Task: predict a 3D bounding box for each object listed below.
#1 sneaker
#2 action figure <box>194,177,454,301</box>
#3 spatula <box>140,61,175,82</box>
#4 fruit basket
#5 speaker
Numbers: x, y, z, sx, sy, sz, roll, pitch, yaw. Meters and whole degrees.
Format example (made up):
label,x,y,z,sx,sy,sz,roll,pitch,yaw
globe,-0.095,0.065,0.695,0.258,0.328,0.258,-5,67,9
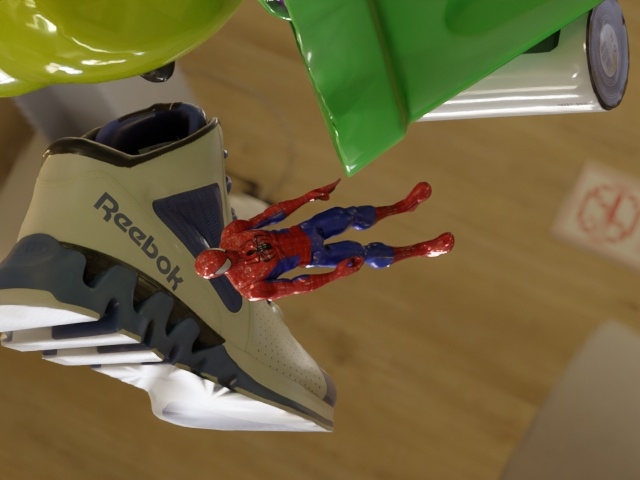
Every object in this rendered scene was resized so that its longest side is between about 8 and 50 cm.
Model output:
label,x,y,z,sx,sy,sz,roll,pitch,yaw
sneaker,-0.086,0.013,1.255,0.315,0.127,0.182,34,-120,-51
action figure,0.000,0.000,0.738,0.115,0.038,0.030,-13,-14,-34
spatula,-0.169,-0.203,0.994,0.084,0.296,0.030,-36,5,42
fruit basket,-0.066,-0.206,0.843,0.392,0.392,0.283,-57,-29,-25
speaker,0.069,-0.082,0.876,0.055,0.136,0.055,3,-93,-61
